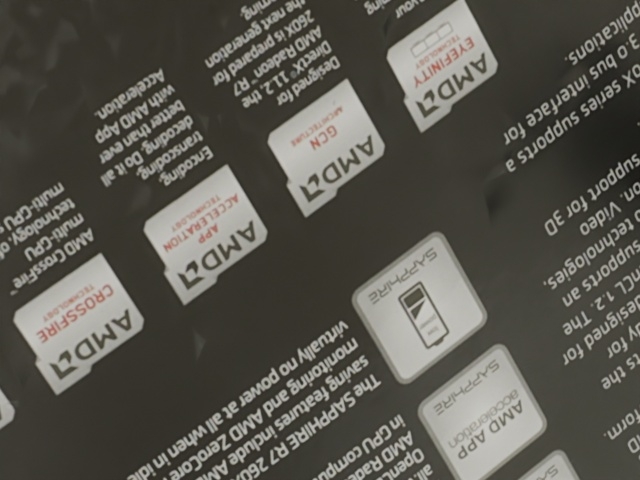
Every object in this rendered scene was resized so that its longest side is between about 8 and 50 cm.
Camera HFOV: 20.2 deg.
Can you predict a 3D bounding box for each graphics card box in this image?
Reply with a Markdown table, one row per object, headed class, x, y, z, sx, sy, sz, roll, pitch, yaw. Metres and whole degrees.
| class | x | y | z | sx | sy | sz | roll | pitch | yaw |
| --- | --- | --- | --- | --- | --- | --- | --- | --- | --- |
| graphics card box | 0.000 | 0.000 | 0.384 | 0.371 | 0.233 | 0.094 | 59 | -15 | -23 |
